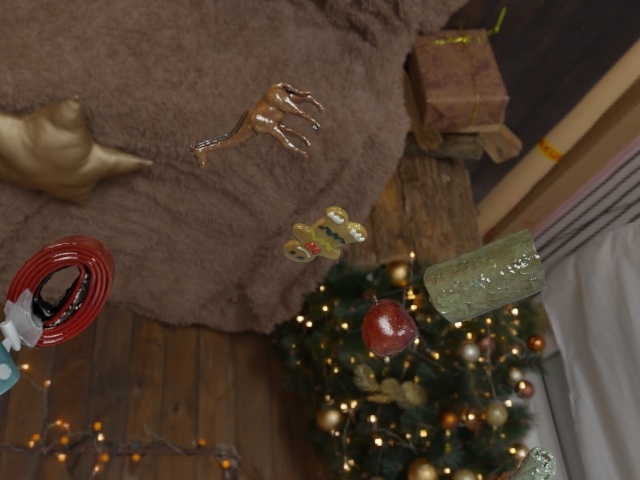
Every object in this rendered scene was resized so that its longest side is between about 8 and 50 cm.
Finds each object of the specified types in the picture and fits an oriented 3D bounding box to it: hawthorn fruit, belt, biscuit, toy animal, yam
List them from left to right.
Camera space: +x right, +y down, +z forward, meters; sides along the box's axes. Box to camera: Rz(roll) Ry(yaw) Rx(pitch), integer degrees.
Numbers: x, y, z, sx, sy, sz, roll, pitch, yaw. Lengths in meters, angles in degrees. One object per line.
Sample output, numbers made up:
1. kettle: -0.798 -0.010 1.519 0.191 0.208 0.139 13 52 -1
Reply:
1. belt: -0.687 0.134 1.751 0.227 0.115 0.324 42 91 -15
2. toy animal: -0.129 -0.218 1.340 0.230 0.066 0.224 20 106 -6
3. biscuit: 0.000 0.001 1.696 0.158 0.035 0.240 34 133 -28
4. hawthorn fruit: 0.175 0.226 1.794 0.148 0.171 0.148 -23 -177 1
5. yam: 0.393 0.087 1.573 0.268 0.161 0.161 -25 143 18

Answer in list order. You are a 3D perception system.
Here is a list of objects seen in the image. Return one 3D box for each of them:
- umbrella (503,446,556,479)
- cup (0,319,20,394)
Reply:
1. umbrella: 0.311 0.373 1.011 0.062 0.067 0.143 18 118 -5
2. cup: -0.803 0.270 1.522 0.168 0.299 0.173 -10 111 19
